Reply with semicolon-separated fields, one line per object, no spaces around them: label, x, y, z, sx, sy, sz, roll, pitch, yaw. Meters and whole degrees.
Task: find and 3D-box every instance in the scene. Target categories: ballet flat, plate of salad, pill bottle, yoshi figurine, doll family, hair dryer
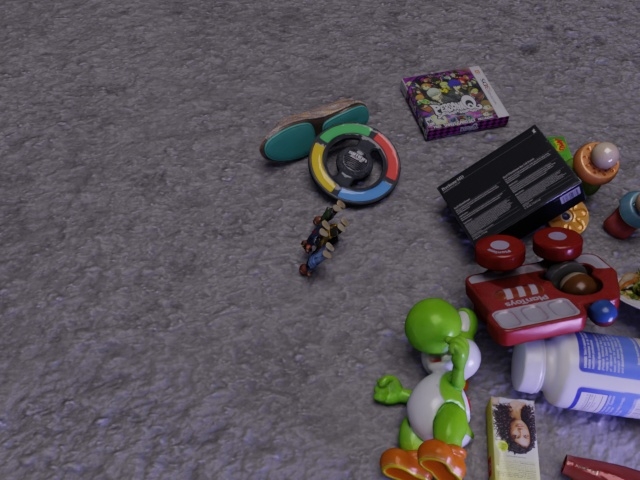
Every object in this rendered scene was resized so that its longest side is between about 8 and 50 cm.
ballet flat;-0.027;-0.284;1.708;0.316;0.107;0.106;-21;38;-22
plate of salad;0.710;0.108;1.415;0.200;0.048;0.200;5;19;-2
pill bottle;0.517;0.252;1.296;0.272;0.152;0.152;8;55;4
yoshi figurine;0.204;0.256;1.264;0.203;0.203;0.362;10;52;14
doll family;0.000;0.000;1.492;0.076;0.111;0.193;46;46;-11
hair dryer;0.528;0.498;1.165;0.223;0.080;0.293;-21;58;-15

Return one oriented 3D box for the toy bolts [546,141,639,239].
toy bolts;0.646;-0.092;1.512;0.228;0.158;0.218;34;75;6

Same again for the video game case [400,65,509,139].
video game case;0.356;-0.372;1.801;0.232;0.042;0.210;-11;54;-9

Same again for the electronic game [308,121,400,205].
electronic game;0.083;-0.188;1.635;0.229;0.048;0.229;3;66;-7

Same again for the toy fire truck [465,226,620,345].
toy fire truck;0.446;0.107;1.329;0.302;0.169;0.254;-9;28;-6

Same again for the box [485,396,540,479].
box;0.354;0.409;1.237;0.087;0.058;0.232;4;55;2

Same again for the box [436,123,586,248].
box;0.426;-0.106;1.512;0.261;0.103;0.184;-33;59;12

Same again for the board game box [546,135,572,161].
board game box;0.580;-0.177;1.667;0.092;0.043;0.181;-4;55;-5
